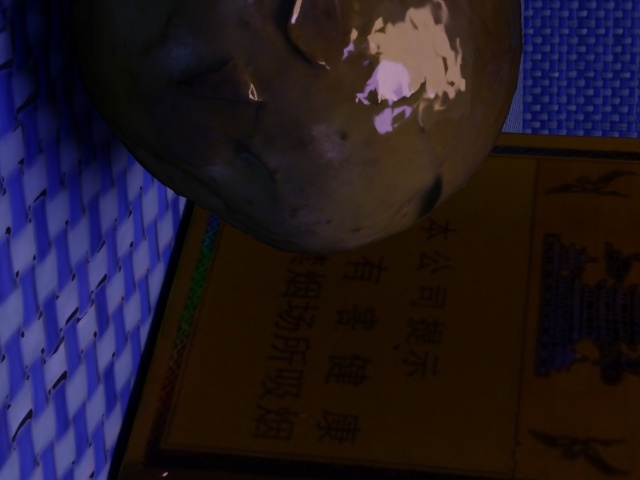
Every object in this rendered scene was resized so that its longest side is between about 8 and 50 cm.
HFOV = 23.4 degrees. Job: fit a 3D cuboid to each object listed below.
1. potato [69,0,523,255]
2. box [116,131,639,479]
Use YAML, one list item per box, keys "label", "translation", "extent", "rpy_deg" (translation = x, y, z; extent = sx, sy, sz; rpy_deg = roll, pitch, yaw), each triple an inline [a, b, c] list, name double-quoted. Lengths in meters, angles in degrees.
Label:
- label: "potato"
  translation: [-0.006, -0.099, 0.531]
  extent: [0.248, 0.143, 0.169]
  rpy_deg: [-89, 169, -47]
- label: "box"
  translation: [0.091, 0.051, 0.615]
  extent: [0.084, 0.301, 0.193]
  rpy_deg: [83, 14, -49]
